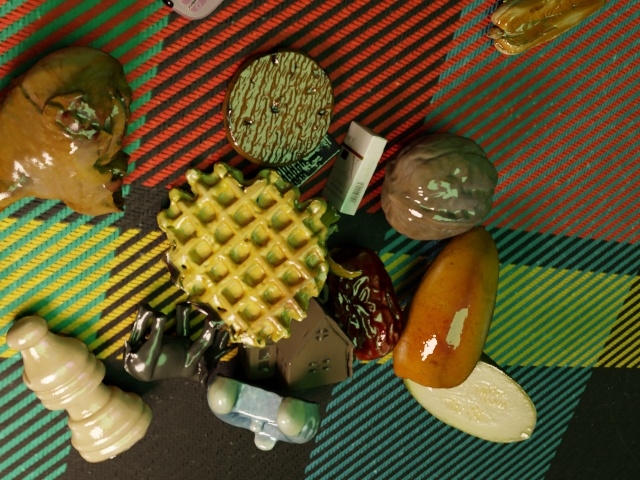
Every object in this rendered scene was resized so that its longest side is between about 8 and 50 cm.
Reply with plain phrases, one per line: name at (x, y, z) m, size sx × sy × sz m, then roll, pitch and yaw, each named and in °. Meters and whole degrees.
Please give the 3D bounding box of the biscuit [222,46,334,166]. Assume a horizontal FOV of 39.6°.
biscuit at (-0.071, -0.228, 1.543) m, size 0.212 × 0.036 × 0.212 m, roll -9°, pitch 116°, yaw -20°

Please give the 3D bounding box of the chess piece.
chess piece at (-0.437, 0.248, 1.577) m, size 0.139 × 0.124 × 0.307 m, roll -17°, pitch 124°, yaw 17°

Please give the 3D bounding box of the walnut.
walnut at (0.218, -0.103, 1.678) m, size 0.224 × 0.224 × 0.224 m, roll -13°, pitch 121°, yaw -22°

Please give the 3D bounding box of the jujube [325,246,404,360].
jujube at (0.080, 0.124, 1.755) m, size 0.155 × 0.155 × 0.230 m, roll -24°, pitch 115°, yaw -15°

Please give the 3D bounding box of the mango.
mango at (0.276, 0.138, 1.832) m, size 0.201 × 0.199 × 0.350 m, roll 19°, pitch 98°, yaw -16°

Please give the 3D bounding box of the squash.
squash at (0.316, 0.328, 1.918) m, size 0.189 × 0.260 × 0.189 m, roll -14°, pitch 124°, yaw -22°

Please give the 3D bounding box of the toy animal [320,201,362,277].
toy animal at (0.000, 0.000, 1.683) m, size 0.095 × 0.219 × 0.155 m, roll -50°, pitch 166°, yaw -17°

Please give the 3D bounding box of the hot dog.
hot dog at (0.433, -0.436, 1.686) m, size 0.269 × 0.072 × 0.109 m, roll -26°, pitch 127°, yaw -12°

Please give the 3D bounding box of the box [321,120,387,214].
box at (0.061, -0.134, 1.642) m, size 0.040 × 0.084 × 0.154 m, roll 13°, pitch 109°, yaw -31°

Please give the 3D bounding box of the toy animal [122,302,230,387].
toy animal at (-0.260, 0.192, 1.638) m, size 0.245 × 0.114 × 0.146 m, roll 8°, pitch 101°, yaw -33°

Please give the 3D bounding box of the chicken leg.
chicken leg at (-0.426, -0.101, 1.368) m, size 0.409 × 0.182 × 0.295 m, roll -39°, pitch 143°, yaw 1°

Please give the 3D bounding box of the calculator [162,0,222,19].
calculator at (-0.210, -0.460, 1.327) m, size 0.194 × 0.043 × 0.294 m, roll -49°, pitch 141°, yaw 1°

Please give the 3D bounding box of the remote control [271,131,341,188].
remote control at (-0.069, -0.108, 1.613) m, size 0.245 × 0.025 × 0.063 m, roll -41°, pitch 98°, yaw -3°

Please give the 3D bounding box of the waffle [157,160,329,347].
waffle at (-0.139, 0.020, 1.535) m, size 0.312 × 0.060 × 0.307 m, roll 17°, pitch 90°, yaw 5°

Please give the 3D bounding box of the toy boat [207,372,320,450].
toy boat at (-0.111, 0.336, 1.678) m, size 0.215 × 0.330 × 0.123 m, roll 15°, pitch 80°, yaw 3°

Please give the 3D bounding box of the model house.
model house at (-0.059, 0.127, 1.637) m, size 0.204 × 0.211 × 0.243 m, roll -11°, pitch 125°, yaw -25°
